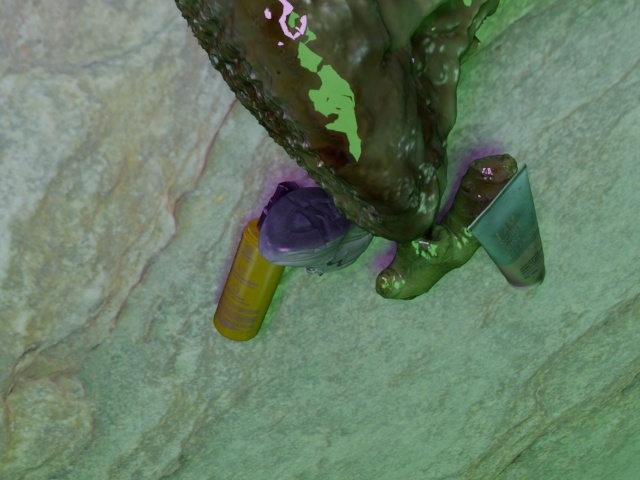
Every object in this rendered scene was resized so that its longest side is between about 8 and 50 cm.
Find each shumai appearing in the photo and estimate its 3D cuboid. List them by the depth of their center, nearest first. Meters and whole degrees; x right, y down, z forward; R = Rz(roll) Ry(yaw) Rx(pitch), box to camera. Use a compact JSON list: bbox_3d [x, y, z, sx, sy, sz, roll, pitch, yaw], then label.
[{"bbox_3d":[0.059,-0.224,0.546,0.323,0.324,0.397,-41,121,-4],"label":"shumai"}]

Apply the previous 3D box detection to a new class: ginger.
[{"bbox_3d":[0.193,-0.010,0.846,0.290,0.089,0.137,-42,122,19],"label":"ginger"}]

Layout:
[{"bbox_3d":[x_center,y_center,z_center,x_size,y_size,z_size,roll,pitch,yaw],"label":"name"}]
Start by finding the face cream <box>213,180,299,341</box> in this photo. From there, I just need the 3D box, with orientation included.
[{"bbox_3d":[-0.090,0.031,0.824,0.078,0.078,0.273,12,122,-19],"label":"face cream"}]

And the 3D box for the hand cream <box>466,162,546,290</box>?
[{"bbox_3d":[0.288,-0.001,0.810,0.111,0.070,0.312,-48,148,3],"label":"hand cream"}]

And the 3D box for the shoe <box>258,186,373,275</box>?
[{"bbox_3d":[0.000,0.000,0.764,0.245,0.095,0.137,-21,146,-46],"label":"shoe"}]
